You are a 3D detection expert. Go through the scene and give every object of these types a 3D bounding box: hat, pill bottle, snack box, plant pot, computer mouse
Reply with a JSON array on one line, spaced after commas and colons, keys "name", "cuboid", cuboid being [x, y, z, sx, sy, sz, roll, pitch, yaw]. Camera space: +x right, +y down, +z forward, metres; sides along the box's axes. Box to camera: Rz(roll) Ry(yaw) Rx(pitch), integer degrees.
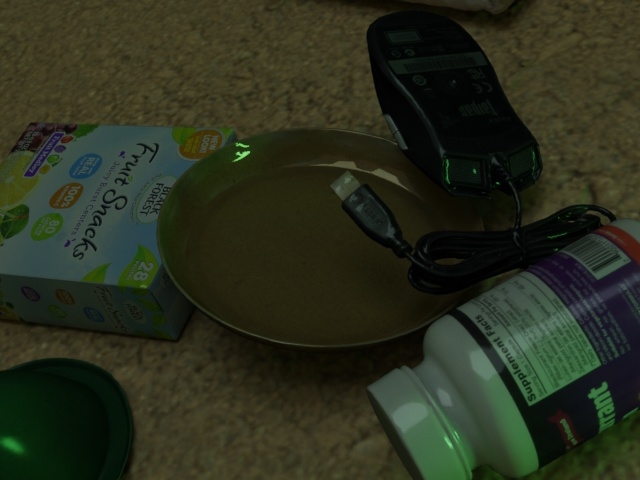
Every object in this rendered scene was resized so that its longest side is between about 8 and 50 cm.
[{"name": "hat", "cuboid": [-0.237, 0.105, 0.743, 0.173, 0.183, 0.208, -14, 43, 6]}, {"name": "pill bottle", "cuboid": [0.130, 0.076, 0.688, 0.194, 0.108, 0.108, -29, 45, -6]}, {"name": "snack box", "cuboid": [-0.181, -0.015, 0.924, 0.207, 0.070, 0.174, 4, 50, 22]}, {"name": "plant pot", "cuboid": [0.000, 0.000, 0.826, 0.236, 0.032, 0.236, 2, 42, -2]}, {"name": "computer mouse", "cuboid": [0.076, -0.061, 0.833, 0.184, 0.060, 0.262, -15, 57, -27]}]

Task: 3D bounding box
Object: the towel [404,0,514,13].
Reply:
[{"name": "towel", "cuboid": [0.119, -0.351, 1.140, 0.317, 0.053, 0.331, 15, 54, 33]}]
